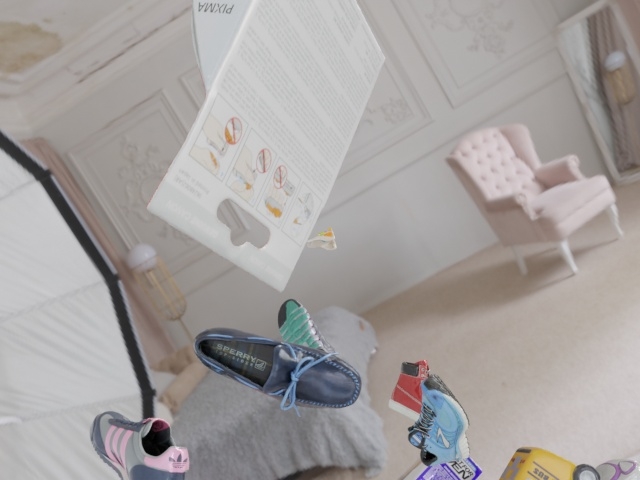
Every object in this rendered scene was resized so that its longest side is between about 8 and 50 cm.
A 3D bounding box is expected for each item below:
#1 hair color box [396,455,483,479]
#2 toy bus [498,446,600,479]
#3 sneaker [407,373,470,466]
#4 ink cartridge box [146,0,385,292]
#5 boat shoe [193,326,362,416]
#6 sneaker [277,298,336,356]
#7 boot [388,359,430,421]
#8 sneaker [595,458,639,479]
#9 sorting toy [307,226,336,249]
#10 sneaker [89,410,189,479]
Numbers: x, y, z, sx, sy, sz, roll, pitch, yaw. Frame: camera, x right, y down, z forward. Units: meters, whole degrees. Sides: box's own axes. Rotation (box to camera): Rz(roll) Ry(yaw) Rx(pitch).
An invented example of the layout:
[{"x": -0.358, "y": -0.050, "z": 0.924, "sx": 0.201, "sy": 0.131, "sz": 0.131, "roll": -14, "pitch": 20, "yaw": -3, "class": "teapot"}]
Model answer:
[{"x": 0.207, "y": 0.620, "z": 1.427, "sx": 0.338, "sy": 0.110, "sz": 0.185, "roll": -39, "pitch": -13, "yaw": -16, "class": "hair color box"}, {"x": 0.497, "y": 0.500, "z": 1.100, "sx": 0.130, "sy": 0.332, "sz": 0.108, "roll": -53, "pitch": -12, "yaw": -14, "class": "toy bus"}, {"x": 0.149, "y": 0.243, "z": 0.795, "sx": 0.073, "sy": 0.162, "sz": 0.063, "roll": -23, "pitch": 34, "yaw": -10, "class": "sneaker"}, {"x": -0.065, "y": -0.161, "z": 0.764, "sx": 0.385, "sy": 0.091, "sz": 0.308, "roll": -67, "pitch": -29, "yaw": -11, "class": "ink cartridge box"}, {"x": -0.067, "y": 0.197, "z": 0.897, "sx": 0.258, "sy": 0.109, "sz": 0.089, "roll": 10, "pitch": -6, "yaw": 4, "class": "boat shoe"}, {"x": -0.023, "y": 0.237, "z": 1.428, "sx": 0.083, "sy": 0.224, "sz": 0.098, "roll": -40, "pitch": -35, "yaw": 12, "class": "sneaker"}, {"x": 0.333, "y": 0.462, "z": 1.843, "sx": 0.244, "sy": 0.176, "sz": 0.088, "roll": 19, "pitch": 2, "yaw": 36, "class": "boot"}, {"x": 0.821, "y": 0.738, "z": 1.739, "sx": 0.305, "sy": 0.152, "sz": 0.114, "roll": -60, "pitch": -5, "yaw": 28, "class": "sneaker"}, {"x": 0.000, "y": 0.000, "z": 1.634, "sx": 0.075, "sy": 0.045, "sz": 0.083, "roll": -16, "pitch": -19, "yaw": -1, "class": "sorting toy"}, {"x": -0.331, "y": 0.376, "z": 1.148, "sx": 0.319, "sy": 0.112, "sz": 0.131, "roll": 23, "pitch": 91, "yaw": 47, "class": "sneaker"}]
